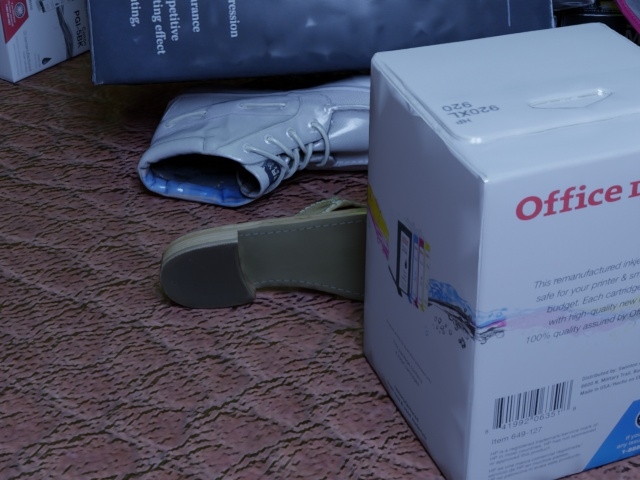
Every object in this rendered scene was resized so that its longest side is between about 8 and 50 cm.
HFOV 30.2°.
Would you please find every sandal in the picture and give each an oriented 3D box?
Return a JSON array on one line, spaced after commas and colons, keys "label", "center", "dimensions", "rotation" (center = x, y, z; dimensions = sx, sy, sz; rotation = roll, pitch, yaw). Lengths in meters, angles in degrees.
[{"label": "sandal", "center": [-0.001, -0.005, 0.899], "dimensions": [0.240, 0.088, 0.079], "rotation": [-5, 38, 2]}]

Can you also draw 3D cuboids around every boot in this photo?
[{"label": "boot", "center": [-0.026, -0.075, 1.022], "dimensions": [0.258, 0.095, 0.123], "rotation": [0, 37, 16]}]

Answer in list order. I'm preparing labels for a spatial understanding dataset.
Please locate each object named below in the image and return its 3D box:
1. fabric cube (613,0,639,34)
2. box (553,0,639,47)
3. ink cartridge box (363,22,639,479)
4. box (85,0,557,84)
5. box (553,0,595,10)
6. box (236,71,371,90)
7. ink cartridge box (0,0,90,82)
[{"label": "fabric cube", "center": [0.445, -0.267, 1.041], "dimensions": [0.258, 0.254, 0.259], "rotation": [-24, 58, -9]}, {"label": "box", "center": [0.396, -0.262, 1.321], "dimensions": [0.270, 0.060, 0.216], "rotation": [3, 33, 7]}, {"label": "ink cartridge box", "center": [0.134, 0.007, 0.741], "dimensions": [0.171, 0.233, 0.168], "rotation": [-11, 34, -17]}, {"label": "box", "center": [-0.009, -0.295, 1.060], "dimensions": [0.395, 0.294, 0.212], "rotation": [-3, 8, -3]}, {"label": "box", "center": [0.241, -0.371, 1.291], "dimensions": [0.242, 0.076, 0.307], "rotation": [1, 51, 48]}, {"label": "box", "center": [-0.015, -0.140, 1.167], "dimensions": [0.137, 0.027, 0.094], "rotation": [-25, 39, -33]}, {"label": "ink cartridge box", "center": [-0.298, -0.240, 1.262], "dimensions": [0.056, 0.099, 0.135], "rotation": [22, 39, 31]}]
